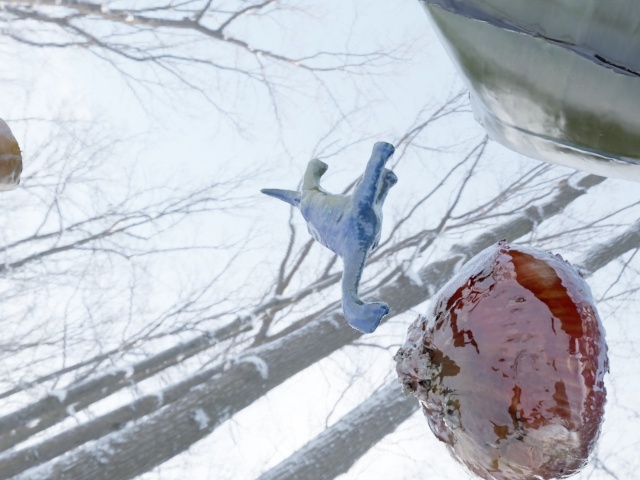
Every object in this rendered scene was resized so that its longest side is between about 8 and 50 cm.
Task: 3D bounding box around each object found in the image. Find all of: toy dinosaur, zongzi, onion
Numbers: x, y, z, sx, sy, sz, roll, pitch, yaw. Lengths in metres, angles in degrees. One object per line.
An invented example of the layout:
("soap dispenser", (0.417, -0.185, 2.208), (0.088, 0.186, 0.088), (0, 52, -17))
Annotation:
("toy dinosaur", (0.000, 0.000, 0.651), (0.248, 0.188, 0.075), (0, -34, 47))
("zongzi", (0.268, -0.100, 0.510), (0.356, 0.393, 0.174), (32, -95, 25))
("onion", (0.143, 0.111, 0.593), (0.230, 0.163, 0.230), (179, -90, -81))

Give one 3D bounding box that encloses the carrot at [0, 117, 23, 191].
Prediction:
("carrot", (-0.310, -0.046, 0.433), (0.061, 0.210, 0.061), (11, -71, 35))
